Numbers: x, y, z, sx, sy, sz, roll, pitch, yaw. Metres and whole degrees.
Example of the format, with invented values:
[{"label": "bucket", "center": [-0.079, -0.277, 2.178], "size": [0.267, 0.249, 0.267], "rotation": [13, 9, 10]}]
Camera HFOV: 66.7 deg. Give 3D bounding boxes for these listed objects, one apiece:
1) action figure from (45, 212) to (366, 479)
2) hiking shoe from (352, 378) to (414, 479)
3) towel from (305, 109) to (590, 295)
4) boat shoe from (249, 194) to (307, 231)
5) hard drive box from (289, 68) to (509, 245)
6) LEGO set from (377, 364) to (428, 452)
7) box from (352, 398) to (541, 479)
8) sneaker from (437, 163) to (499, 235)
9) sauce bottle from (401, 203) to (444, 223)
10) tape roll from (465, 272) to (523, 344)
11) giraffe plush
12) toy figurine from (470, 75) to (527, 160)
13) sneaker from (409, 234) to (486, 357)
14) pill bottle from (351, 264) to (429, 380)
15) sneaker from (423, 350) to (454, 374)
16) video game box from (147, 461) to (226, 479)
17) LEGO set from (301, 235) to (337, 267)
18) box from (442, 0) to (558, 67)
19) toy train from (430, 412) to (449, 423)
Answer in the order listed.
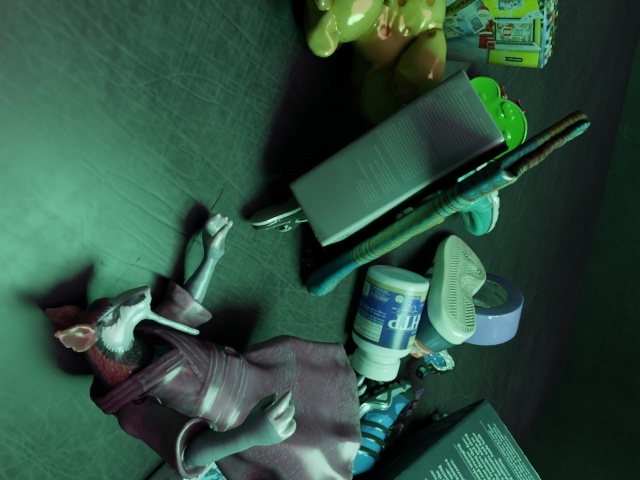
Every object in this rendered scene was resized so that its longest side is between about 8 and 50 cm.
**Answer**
[{"label": "action figure", "center": [-0.124, 0.160, 0.535], "size": [0.370, 0.248, 0.276], "rotation": [33, 116, -29]}, {"label": "hiking shoe", "center": [0.068, 0.352, 0.867], "size": [0.304, 0.113, 0.131], "rotation": [-17, 79, -39]}, {"label": "towel", "center": [0.160, -0.040, 0.676], "size": [0.272, 0.370, 0.040], "rotation": [-30, 87, -40]}, {"label": "boat shoe", "center": [-0.042, -0.032, 0.636], "size": [0.125, 0.046, 0.038], "rotation": [-34, 127, -50]}, {"label": "hard drive box", "center": [0.105, -0.094, 0.610], "size": [0.089, 0.232, 0.181], "rotation": [62, 24, 5]}, {"label": "LEGO set", "center": [0.156, 0.389, 1.106], "size": [0.183, 0.060, 0.244], "rotation": [9, 110, -55]}, {"label": "box", "center": [0.186, 0.516, 0.928], "size": [0.396, 0.211, 0.293], "rotation": [-12, 154, -45]}, {"label": "sneaker", "center": [0.281, -0.106, 0.988], "size": [0.110, 0.107, 0.275], "rotation": [-44, 129, -14]}, {"label": "sauce bottle", "center": [0.200, -0.051, 0.938], "size": [0.128, 0.042, 0.042], "rotation": [-4, 109, -54]}, {"label": "tape roll", "center": [0.361, 0.151, 1.118], "size": [0.189, 0.189, 0.080], "rotation": [-29, 128, -42]}, {"label": "giraffe plush", "center": [0.054, -0.252, 0.566], "size": [0.171, 0.210, 0.181], "rotation": [5, 62, -29]}, {"label": "toy figurine", "center": [0.367, -0.273, 1.021], "size": [0.159, 0.130, 0.173], "rotation": [-44, 114, -50]}, {"label": "sneaker", "center": [0.244, 0.110, 1.017], "size": [0.148, 0.131, 0.350], "rotation": [-45, -179, 34]}, {"label": "pill bottle", "center": [0.118, 0.147, 0.869], "size": [0.112, 0.112, 0.186], "rotation": [-2, 108, -52]}, {"label": "sneaker", "center": [0.241, 0.219, 1.113], "size": [0.072, 0.082, 0.190], "rotation": [-23, 118, 8]}, {"label": "video game box", "center": [-0.143, 0.345, 0.683], "size": [0.187, 0.048, 0.205], "rotation": [-40, 134, -31]}, {"label": "LEGO set", "center": [-0.002, 0.000, 0.726], "size": [0.083, 0.023, 0.054], "rotation": [-44, 137, -11]}, {"label": "box", "center": [0.179, -0.314, 0.623], "size": [0.044, 0.233, 0.159], "rotation": [-46, 138, -28]}, {"label": "toy train", "center": [0.366, 0.566, 1.272], "size": [0.334, 0.191, 0.142], "rotation": [26, 85, -77]}]
